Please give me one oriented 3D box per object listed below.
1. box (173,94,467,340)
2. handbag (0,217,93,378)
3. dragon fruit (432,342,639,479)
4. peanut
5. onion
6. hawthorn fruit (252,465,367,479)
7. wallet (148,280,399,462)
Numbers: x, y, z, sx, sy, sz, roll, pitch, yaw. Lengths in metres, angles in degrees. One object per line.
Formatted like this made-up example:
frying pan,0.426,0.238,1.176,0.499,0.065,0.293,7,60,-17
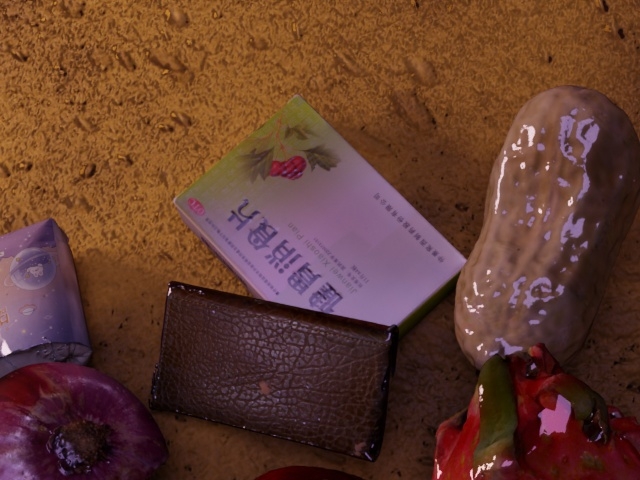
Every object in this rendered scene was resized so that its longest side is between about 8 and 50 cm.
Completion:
box,0.000,-0.001,1.384,0.175,0.062,0.260,-42,74,-10
handbag,-0.295,0.077,1.368,0.117,0.095,0.173,-19,62,4
dragon fruit,0.209,0.245,1.190,0.237,0.231,0.302,-12,67,-5
peanut,0.227,-0.001,1.321,0.143,0.159,0.291,12,81,41
onion,-0.256,0.205,1.260,0.207,0.200,0.200,-41,73,-13
hawthorn fruit,-0.022,0.298,1.179,0.210,0.266,0.230,10,67,27
wallet,-0.047,0.124,1.315,0.243,0.039,0.132,10,96,21
